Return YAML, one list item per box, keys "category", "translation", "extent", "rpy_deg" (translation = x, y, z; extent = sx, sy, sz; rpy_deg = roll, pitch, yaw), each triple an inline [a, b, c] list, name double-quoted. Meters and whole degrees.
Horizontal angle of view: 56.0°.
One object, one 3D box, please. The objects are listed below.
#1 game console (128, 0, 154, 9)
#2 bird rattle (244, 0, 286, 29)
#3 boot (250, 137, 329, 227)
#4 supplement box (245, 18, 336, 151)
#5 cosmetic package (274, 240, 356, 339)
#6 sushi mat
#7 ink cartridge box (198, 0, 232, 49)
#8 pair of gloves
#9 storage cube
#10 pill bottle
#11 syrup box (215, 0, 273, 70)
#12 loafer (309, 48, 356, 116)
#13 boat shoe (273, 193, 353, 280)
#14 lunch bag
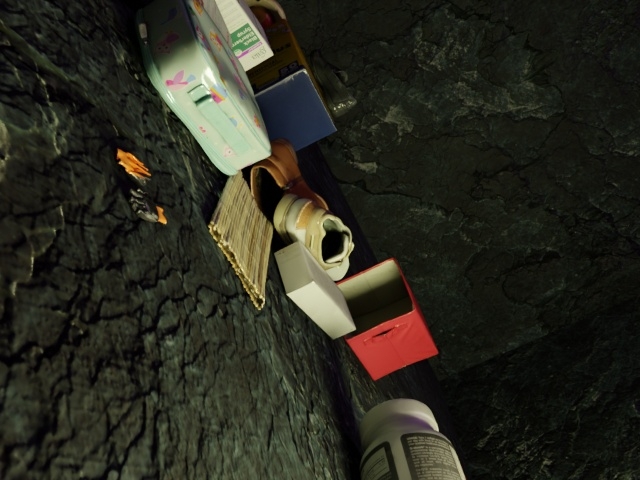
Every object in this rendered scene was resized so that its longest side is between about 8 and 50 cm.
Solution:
- category: "game console"
  translation: [-0.340, -0.540, 1.061]
  extent: [0.341, 0.060, 0.386]
  rpy_deg: [65, 9, 4]
- category: "bird rattle"
  translation: [-0.194, -0.614, 1.757]
  extent: [0.253, 0.207, 0.143]
  rpy_deg: [52, 30, -17]
- category: "boot"
  translation: [-0.059, -0.069, 1.258]
  extent: [0.220, 0.109, 0.283]
  rpy_deg: [-74, 149, -66]
- category: "supplement box"
  translation: [-0.112, -0.405, 1.597]
  extent: [0.195, 0.194, 0.356]
  rpy_deg: [58, 10, -38]
- category: "cosmetic package"
  translation: [-0.007, 0.104, 1.177]
  extent: [0.239, 0.061, 0.098]
  rpy_deg: [53, 12, -53]
- category: "sushi mat"
  translation: [-0.122, -0.020, 0.991]
  extent: [0.151, 0.019, 0.316]
  rpy_deg: [60, 9, -20]
- category: "ink cartridge box"
  translation: [-0.223, -0.386, 1.078]
  extent: [0.175, 0.073, 0.127]
  rpy_deg: [66, 14, -55]
- category: "pair of gloves"
  translation: [-0.198, -0.058, 0.659]
  extent: [0.074, 0.010, 0.083]
  rpy_deg: [40, 28, -74]
- category: "storage cube"
  translation: [0.159, 0.196, 1.506]
  extent: [0.193, 0.184, 0.215]
  rpy_deg: [58, 10, -39]
- category: "pill bottle"
  translation: [0.147, 0.391, 0.924]
  extent: [0.162, 0.162, 0.278]
  rpy_deg: [59, 10, -31]
- category: "syrup box"
  translation: [-0.196, -0.460, 1.237]
  extent: [0.237, 0.093, 0.096]
  rpy_deg: [46, 19, -57]
- category: "loafer"
  translation: [0.032, -0.419, 1.574]
  extent: [0.076, 0.078, 0.223]
  rpy_deg: [52, 15, -60]
- category: "boat shoe"
  translation: [0.008, 0.015, 1.227]
  extent: [0.103, 0.113, 0.302]
  rpy_deg: [20, -15, 28]
- category: "lunch bag"
  translation: [-0.186, -0.248, 0.969]
  extent: [0.279, 0.108, 0.223]
  rpy_deg: [52, 16, -55]
